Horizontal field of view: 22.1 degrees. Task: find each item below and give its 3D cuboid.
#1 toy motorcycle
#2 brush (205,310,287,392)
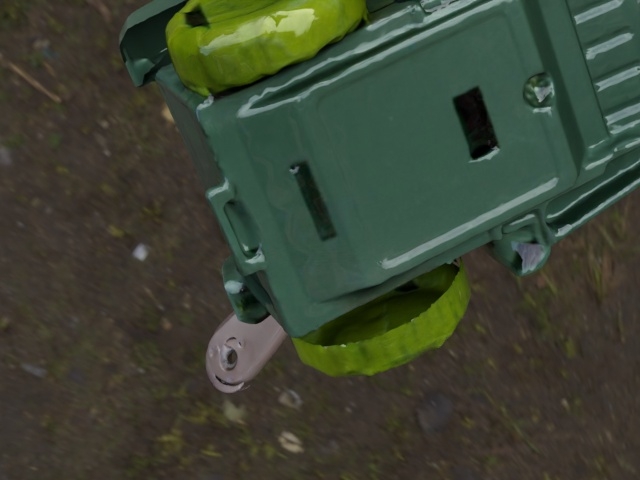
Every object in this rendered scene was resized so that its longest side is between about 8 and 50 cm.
[{"bbox_3d":[0.075,-0.092,0.848,0.326,0.200,0.191,-27,114,-12],"label":"toy motorcycle"},{"bbox_3d":[-0.002,-0.001,1.164,0.313,0.067,0.072,-47,52,28],"label":"brush"}]
